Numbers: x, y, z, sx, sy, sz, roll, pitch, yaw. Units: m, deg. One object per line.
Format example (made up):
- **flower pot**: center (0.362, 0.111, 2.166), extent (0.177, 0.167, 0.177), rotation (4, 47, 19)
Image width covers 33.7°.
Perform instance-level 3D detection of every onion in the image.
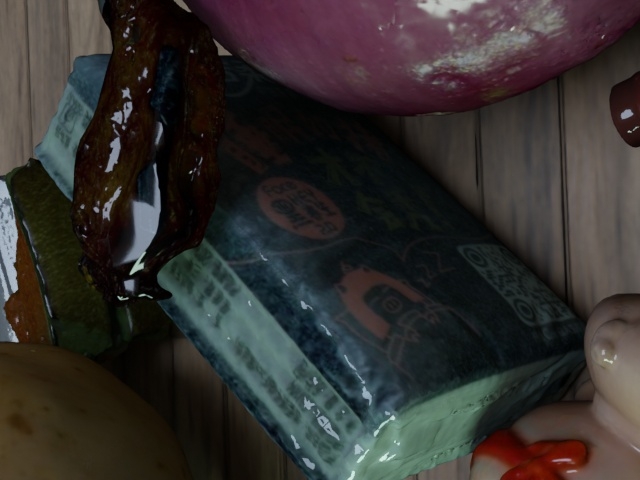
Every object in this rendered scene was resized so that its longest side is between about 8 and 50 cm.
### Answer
- **onion**: center (0.055, -0.259, 0.581), extent (0.359, 0.345, 0.358), rotation (-4, 67, 9)

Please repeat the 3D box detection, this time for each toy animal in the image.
- **toy animal**: center (0.170, 0.132, 0.572), extent (0.171, 0.171, 0.197), rotation (39, 104, 31)

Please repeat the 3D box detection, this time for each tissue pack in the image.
- **tissue pack**: center (0.000, 0.000, 0.669), extent (0.315, 0.228, 0.103), rotation (46, 121, 28)

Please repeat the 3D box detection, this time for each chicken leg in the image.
- **chicken leg**: center (-0.103, -0.088, 0.583), extent (0.106, 0.051, 0.253), rotation (-20, 68, 30)

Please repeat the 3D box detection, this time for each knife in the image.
- **knife**: center (-0.286, 0.065, 1.020), extent (0.073, 0.041, 0.265), rotation (-15, 82, 27)

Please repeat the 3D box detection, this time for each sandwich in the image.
- **sandwich**: center (-0.219, 0.033, 0.934), extent (0.160, 0.109, 0.184), rotation (-36, 70, 55)

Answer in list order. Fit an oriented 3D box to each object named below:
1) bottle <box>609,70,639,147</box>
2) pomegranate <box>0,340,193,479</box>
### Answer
- **bottle**: center (0.263, -0.110, 0.537), extent (0.245, 0.104, 0.104), rotation (-23, 77, 37)
- **pomegranate**: center (-0.221, 0.272, 0.781), extent (0.412, 0.412, 0.411), rotation (1, 92, 39)
